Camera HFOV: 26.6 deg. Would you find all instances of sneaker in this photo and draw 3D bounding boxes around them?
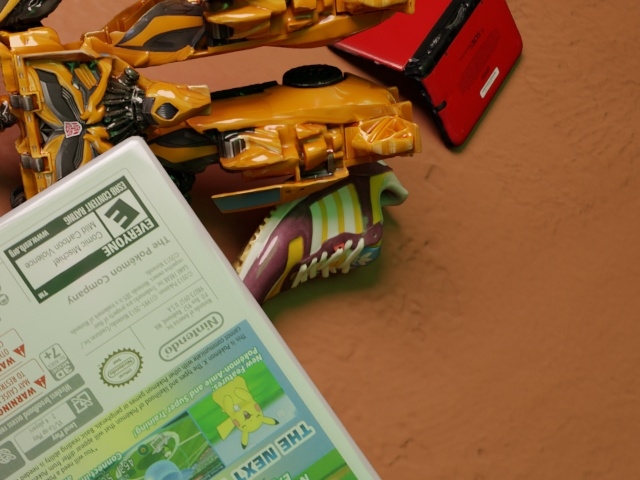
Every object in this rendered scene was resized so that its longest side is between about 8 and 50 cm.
[{"bbox_3d":[0.000,0.000,0.970,0.084,0.069,0.185,37,56,-3],"label":"sneaker"}]

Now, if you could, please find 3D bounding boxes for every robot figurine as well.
[{"bbox_3d":[-0.082,-0.102,0.881,0.291,0.085,0.211,-12,118,-12],"label":"robot figurine"}]

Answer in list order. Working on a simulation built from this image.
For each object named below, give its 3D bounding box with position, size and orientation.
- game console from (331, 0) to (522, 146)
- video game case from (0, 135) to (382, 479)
[{"bbox_3d":[0.089,-0.164,1.129,0.144,0.085,0.124,-55,130,-34],"label":"game console"},{"bbox_3d":[-0.157,0.146,0.777,0.329,0.036,0.300,-34,86,-16],"label":"video game case"}]
